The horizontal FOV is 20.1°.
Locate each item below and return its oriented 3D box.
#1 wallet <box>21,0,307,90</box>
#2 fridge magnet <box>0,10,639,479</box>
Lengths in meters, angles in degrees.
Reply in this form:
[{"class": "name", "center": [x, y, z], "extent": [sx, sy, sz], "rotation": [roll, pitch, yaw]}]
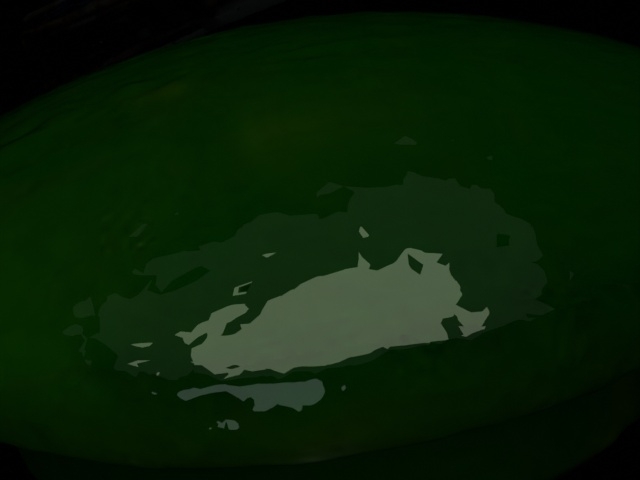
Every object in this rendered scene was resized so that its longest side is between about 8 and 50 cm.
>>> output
[{"class": "wallet", "center": [0.040, -0.134, 0.723], "extent": [0.169, 0.044, 0.317], "rotation": [-13, 12, 40]}, {"class": "fridge magnet", "center": [0.000, 0.000, 0.414], "extent": [0.208, 0.088, 0.208], "rotation": [-7, 22, 3]}]
